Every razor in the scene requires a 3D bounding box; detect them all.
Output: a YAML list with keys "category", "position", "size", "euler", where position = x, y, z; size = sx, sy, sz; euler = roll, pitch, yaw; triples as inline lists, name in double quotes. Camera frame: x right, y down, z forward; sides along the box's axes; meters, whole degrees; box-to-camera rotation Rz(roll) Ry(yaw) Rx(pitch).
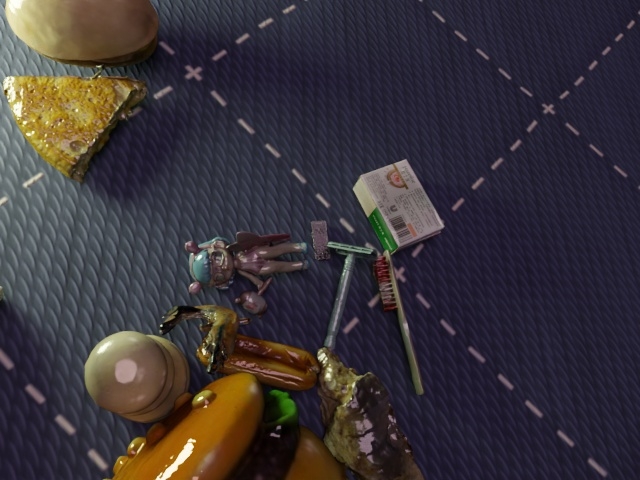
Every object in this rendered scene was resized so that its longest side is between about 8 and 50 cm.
- category: "razor"
  position: [0.048, 0.121, 1.041]
  size: [0.106, 0.068, 0.231]
  euler: [9, 78, 23]

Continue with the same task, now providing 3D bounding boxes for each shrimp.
- category: "shrimp"
  position: [-0.232, 0.176, 0.904]
  size: [0.152, 0.219, 0.046]
  euler: [8, 111, -12]

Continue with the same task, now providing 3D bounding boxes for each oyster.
- category: "oyster"
  position: [0.088, 0.368, 0.943]
  size: [0.167, 0.110, 0.340]
  euler: [-14, 74, -17]

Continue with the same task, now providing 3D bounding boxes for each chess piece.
- category: "chess piece"
  position: [-0.311, 0.227, 0.811]
  size: [0.167, 0.299, 0.166]
  euler: [4, 69, -11]

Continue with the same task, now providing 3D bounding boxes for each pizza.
- category: "pizza"
  position: [-0.520, -0.284, 1.072]
  size: [0.288, 0.075, 0.279]
  euler: [-28, 83, -21]

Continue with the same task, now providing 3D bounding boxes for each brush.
- category: "brush"
  position: [0.171, 0.181, 1.055]
  size: [0.050, 0.060, 0.320]
  euler: [-12, 73, -2]

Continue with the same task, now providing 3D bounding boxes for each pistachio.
- category: "pistachio"
  position: [-0.529, -0.506, 1.069]
  size: [0.309, 0.230, 0.229]
  euler: [7, 70, -21]

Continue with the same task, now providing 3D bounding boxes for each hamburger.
- category: "hamburger"
  position: [-0.173, 0.390, 0.740]
  size: [0.277, 0.396, 0.395]
  euler: [45, 69, -4]

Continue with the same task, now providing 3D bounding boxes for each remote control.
- category: "remote control"
  position: [0.000, 0.000, 1.105]
  size: [0.039, 0.014, 0.095]
  euler: [-3, 73, -12]

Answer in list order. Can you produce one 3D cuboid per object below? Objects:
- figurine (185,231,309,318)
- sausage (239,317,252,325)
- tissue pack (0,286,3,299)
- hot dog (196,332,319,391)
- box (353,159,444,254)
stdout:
- category: "figurine"
  position: [-0.152, 0.064, 1.020]
  size: [0.261, 0.103, 0.205]
  euler: [-6, 109, -15]
- category: "sausage"
  position: [-0.194, 0.178, 1.003]
  size: [0.101, 0.015, 0.015]
  euler: [-10, 74, -15]
- category: "tissue pack"
  position: [-0.779, 0.084, 0.845]
  size: [0.326, 0.071, 0.170]
  euler: [28, 48, -10]
- category: "hot dog"
  position: [-0.126, 0.246, 0.957]
  size: [0.250, 0.067, 0.100]
  euler: [16, 31, -1]
- category: "box"
  position: [0.185, -0.080, 1.136]
  size: [0.135, 0.081, 0.198]
  euler: [-21, 78, -18]
